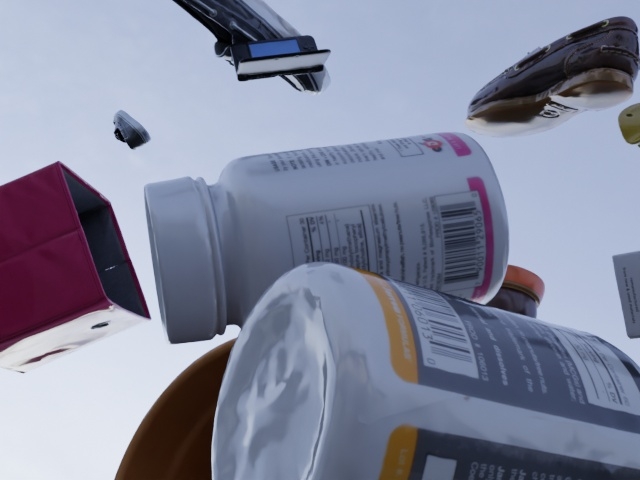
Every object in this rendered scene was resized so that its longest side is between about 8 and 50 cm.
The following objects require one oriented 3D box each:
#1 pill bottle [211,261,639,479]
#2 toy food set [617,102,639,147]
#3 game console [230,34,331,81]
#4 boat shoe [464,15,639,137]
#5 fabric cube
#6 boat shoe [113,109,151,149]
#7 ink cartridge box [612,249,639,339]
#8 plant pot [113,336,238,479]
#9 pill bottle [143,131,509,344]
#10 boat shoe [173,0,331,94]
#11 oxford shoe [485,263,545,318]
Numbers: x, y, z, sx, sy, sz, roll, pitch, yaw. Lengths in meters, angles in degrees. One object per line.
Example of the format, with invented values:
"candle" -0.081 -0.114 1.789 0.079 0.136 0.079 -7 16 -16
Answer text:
"pill bottle" 0.093 0.118 0.468 0.278 0.162 0.162 17 -41 -26
"toy food set" 0.617 -0.181 1.398 0.217 0.128 0.071 1 -53 18
"game console" -0.057 -0.260 1.124 0.122 0.107 0.071 -8 -36 -10
"boat shoe" 0.221 -0.153 0.798 0.073 0.073 0.207 16 -15 -30
"fabric cube" -0.479 0.057 1.417 0.258 0.259 0.254 -23 -14 -1
"boat shoe" -0.333 -0.188 1.416 0.142 0.040 0.049 32 -24 55
"ink cartridge box" 0.376 0.033 0.733 0.190 0.139 0.082 -14 -97 32
"plant pot" -0.026 0.257 0.759 0.290 0.291 0.203 -15 -39 32
"pill bottle" 0.000 0.000 0.708 0.283 0.160 0.160 -8 -46 -13
"boat shoe" -0.112 -0.301 1.218 0.301 0.102 0.108 41 -10 -31
"oxford shoe" 0.168 0.120 0.976 0.096 0.098 0.271 21 -27 -3
